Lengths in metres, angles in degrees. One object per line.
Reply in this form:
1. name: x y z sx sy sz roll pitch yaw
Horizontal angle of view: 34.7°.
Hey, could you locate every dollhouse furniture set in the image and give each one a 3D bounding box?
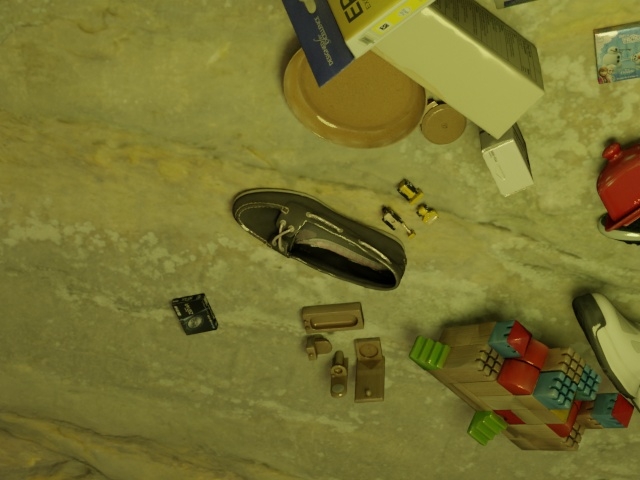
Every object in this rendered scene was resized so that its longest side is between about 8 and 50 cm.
1. dollhouse furniture set: 0.043 0.219 1.973 0.144 0.123 0.151 -5 125 8

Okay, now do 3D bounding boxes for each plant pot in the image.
1. plant pot: 0.058 -0.246 1.664 0.236 0.032 0.236 9 138 8

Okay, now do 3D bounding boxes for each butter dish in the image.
1. butter dish: 0.514 -0.111 1.697 0.160 0.160 0.118 -39 91 27

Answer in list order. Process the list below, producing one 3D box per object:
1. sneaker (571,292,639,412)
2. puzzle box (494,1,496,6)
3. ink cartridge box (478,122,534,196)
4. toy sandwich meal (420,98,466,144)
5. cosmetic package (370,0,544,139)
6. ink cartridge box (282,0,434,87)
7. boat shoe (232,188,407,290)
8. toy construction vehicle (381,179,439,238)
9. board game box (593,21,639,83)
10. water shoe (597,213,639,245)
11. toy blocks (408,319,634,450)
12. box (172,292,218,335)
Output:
1. sneaker: 0.663 0.195 1.906 0.257 0.169 0.447 -34 125 16
2. puzzle box: 0.434 -0.396 1.408 0.409 0.272 0.052 -11 98 12
3. ink cartridge box: 0.302 -0.152 1.674 0.056 0.135 0.099 -21 122 18
4. toy sandwich meal: 0.203 -0.199 1.716 0.085 0.029 0.085 -4 125 -6
5. cosmetic package: 0.185 -0.309 1.557 0.309 0.160 0.113 33 123 -17
6. ink cartridge box: 0.048 -0.421 1.415 0.307 0.304 0.072 -33 155 23
7. boat shoe: 0.000 0.000 1.835 0.335 0.095 0.112 19 125 -9
8. toy construction vehicle: 0.156 -0.055 1.825 0.098 0.035 0.086 38 110 -24
9. board game box: 0.483 -0.298 1.624 0.090 0.020 0.090 -9 123 11
10. water shoe: 0.588 -0.002 1.799 0.203 0.073 0.080 2 128 4
11. toy blocks: 0.388 0.268 1.872 0.381 0.191 0.261 40 151 -22
12. box: -0.246 0.145 2.009 0.067 0.018 0.083 -11 125 12
